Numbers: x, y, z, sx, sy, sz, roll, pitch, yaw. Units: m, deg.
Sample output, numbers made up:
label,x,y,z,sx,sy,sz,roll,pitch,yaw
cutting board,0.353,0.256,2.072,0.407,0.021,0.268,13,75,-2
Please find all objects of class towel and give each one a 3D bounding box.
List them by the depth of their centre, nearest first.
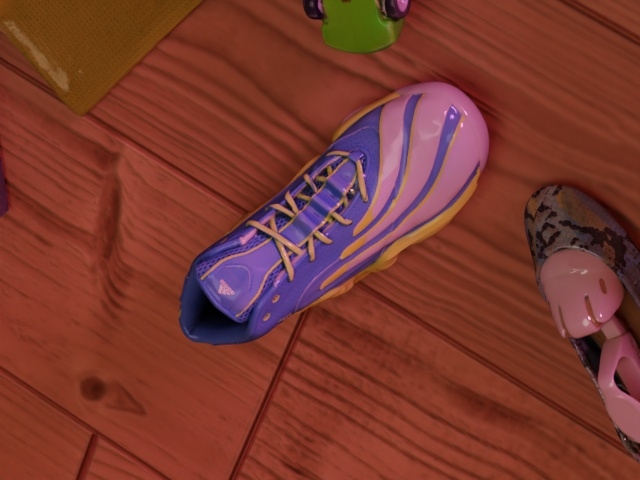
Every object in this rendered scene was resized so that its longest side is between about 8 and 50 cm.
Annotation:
label,x,y,z,sx,sy,sz,roll,pitch,yaw
towel,-0.120,-0.175,1.139,0.102,0.021,0.237,51,129,-2

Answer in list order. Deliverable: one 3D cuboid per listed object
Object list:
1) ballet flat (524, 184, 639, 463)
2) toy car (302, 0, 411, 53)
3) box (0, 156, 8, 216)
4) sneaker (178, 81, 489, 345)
label,x,y,z,sx,sy,sz,roll,pitch,yaw
ballet flat,0.173,0.056,1.068,0.070,0.070,0.188,-27,100,37
toy car,0.009,-0.218,1.021,0.239,0.053,0.225,2,117,30
box,-0.353,-0.158,1.248,0.242,0.076,0.307,8,119,26
sneaker,0.000,0.000,1.097,0.091,0.126,0.240,48,129,-1
